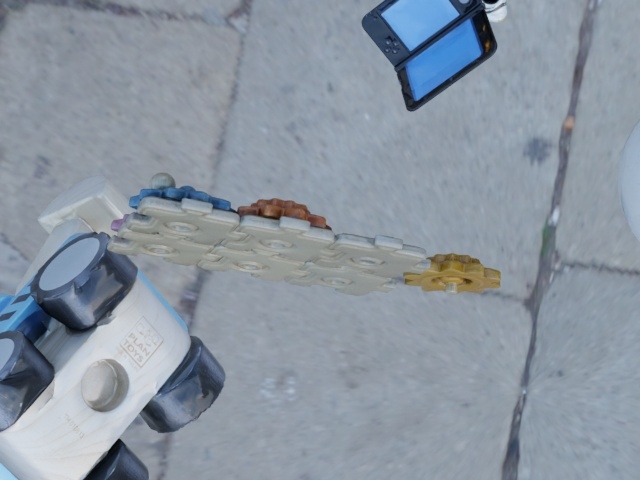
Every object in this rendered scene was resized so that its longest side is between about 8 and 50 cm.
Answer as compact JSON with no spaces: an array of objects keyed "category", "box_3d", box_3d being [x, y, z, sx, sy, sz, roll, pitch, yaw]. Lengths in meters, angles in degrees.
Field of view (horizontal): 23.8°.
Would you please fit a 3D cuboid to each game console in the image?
[{"category":"game console","box_3d":[0.113,-0.218,1.604,0.122,0.071,0.107,-34,103,25]}]

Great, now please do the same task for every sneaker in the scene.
[{"category":"sneaker","box_3d":[0.185,-0.289,1.836,0.083,0.037,0.032,6,45,8]}]

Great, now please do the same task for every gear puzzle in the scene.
[{"category":"gear puzzle","box_3d":[0.000,0.000,1.278,0.339,0.175,0.044,11,73,-16]}]

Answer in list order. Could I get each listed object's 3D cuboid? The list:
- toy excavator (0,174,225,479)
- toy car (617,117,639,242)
[{"category":"toy excavator","box_3d":[-0.303,0.091,1.777,0.433,0.445,0.222,-51,120,-24]},{"category":"toy car","box_3d":[0.188,-0.070,0.547,0.159,0.136,0.182,5,56,41]}]
